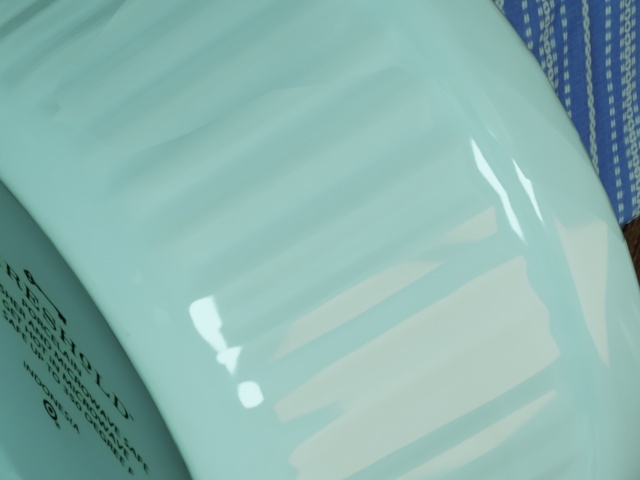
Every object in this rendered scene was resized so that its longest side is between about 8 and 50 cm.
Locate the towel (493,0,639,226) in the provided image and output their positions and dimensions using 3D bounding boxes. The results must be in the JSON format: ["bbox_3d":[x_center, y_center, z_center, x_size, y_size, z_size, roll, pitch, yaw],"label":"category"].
[{"bbox_3d":[0.069,-0.070,0.840,0.336,0.040,0.243,-31,124,-44],"label":"towel"}]

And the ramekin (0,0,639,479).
[{"bbox_3d":[-0.037,0.016,0.580,0.127,0.273,0.273,-32,141,-24],"label":"ramekin"}]
